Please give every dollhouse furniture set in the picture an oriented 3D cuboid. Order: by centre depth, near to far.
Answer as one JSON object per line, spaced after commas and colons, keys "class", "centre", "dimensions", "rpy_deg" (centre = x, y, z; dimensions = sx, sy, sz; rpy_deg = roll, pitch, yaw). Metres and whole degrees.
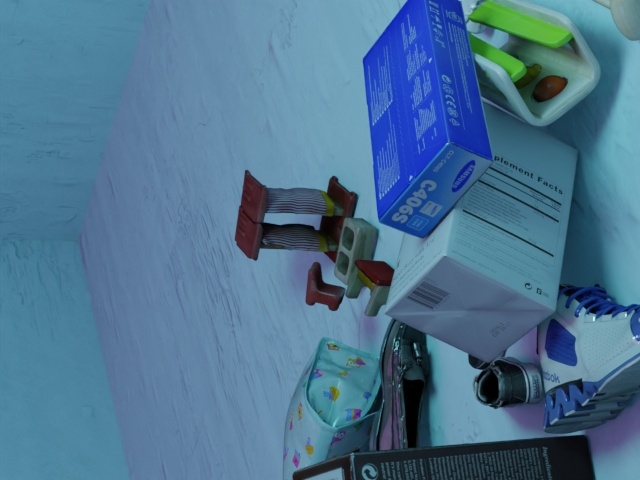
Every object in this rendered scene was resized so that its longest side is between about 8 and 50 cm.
{"class": "dollhouse furniture set", "centre": [0.000, 0.000, 2.185], "dimensions": [0.374, 0.201, 0.152], "rpy_deg": [42, 125, 58]}

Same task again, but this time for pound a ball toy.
{"class": "pound a ball toy", "centre": [0.317, -0.273, 1.664], "dimensions": [0.135, 0.208, 0.319], "rpy_deg": [53, 178, -27]}

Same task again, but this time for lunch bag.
{"class": "lunch bag", "centre": [0.015, 0.341, 2.107], "dimensions": [0.262, 0.160, 0.223], "rpy_deg": [-75, 3, -60]}

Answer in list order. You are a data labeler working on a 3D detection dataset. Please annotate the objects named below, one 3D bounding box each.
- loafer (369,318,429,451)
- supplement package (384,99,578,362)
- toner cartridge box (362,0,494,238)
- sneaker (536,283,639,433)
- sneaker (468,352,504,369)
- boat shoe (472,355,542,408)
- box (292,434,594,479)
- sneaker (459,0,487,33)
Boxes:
{"class": "loafer", "centre": [0.151, 0.256, 1.989], "dimensions": [0.084, 0.096, 0.267], "rpy_deg": [-1, 76, 47]}
{"class": "supplement package", "centre": [0.227, -0.015, 1.637], "dimensions": [0.177, 0.175, 0.293], "rpy_deg": [-50, 18, 50]}
{"class": "toner cartridge box", "centre": [0.140, -0.185, 1.611], "dimensions": [0.165, 0.075, 0.348], "rpy_deg": [-51, 29, 39]}
{"class": "sneaker", "centre": [0.366, 0.118, 1.530], "dimensions": [0.315, 0.127, 0.182], "rpy_deg": [-52, 46, 53]}
{"class": "sneaker", "centre": [0.248, 0.115, 1.820], "dimensions": [0.072, 0.077, 0.178], "rpy_deg": [-142, 57, -59]}
{"class": "boat shoe", "centre": [0.263, 0.211, 1.735], "dimensions": [0.219, 0.070, 0.077], "rpy_deg": [125, 140, -79]}
{"class": "box", "centre": [0.174, 0.358, 1.618], "dimensions": [0.191, 0.381, 0.143], "rpy_deg": [-36, 60, 59]}
{"class": "sneaker", "centre": [0.253, -0.390, 1.847], "dimensions": [0.232, 0.090, 0.115], "rpy_deg": [143, 118, -68]}
